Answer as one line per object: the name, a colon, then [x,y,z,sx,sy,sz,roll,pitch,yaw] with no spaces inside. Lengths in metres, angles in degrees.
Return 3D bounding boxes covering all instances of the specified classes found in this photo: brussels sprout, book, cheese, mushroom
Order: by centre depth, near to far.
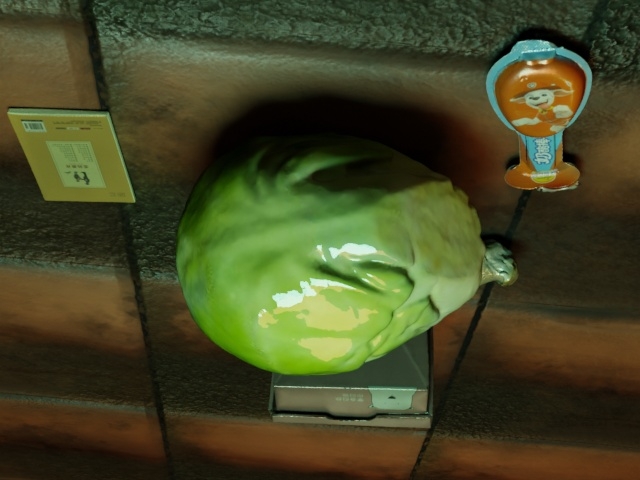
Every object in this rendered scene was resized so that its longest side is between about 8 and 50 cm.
cheese: [0.235,-0.126,1.095,0.106,0.037,0.256,-2,146,13]
brussels sprout: [0.000,0.000,1.129,0.344,0.344,0.268,-13,110,25]
book: [-0.295,-0.099,1.229,0.118,0.012,0.172,3,147,3]
mushroom: [0.138,0.035,1.315,0.225,0.093,0.116,-9,-170,9]

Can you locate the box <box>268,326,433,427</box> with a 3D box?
box: [0.045,0.140,1.375,0.215,0.215,0.086,1,139,5]
